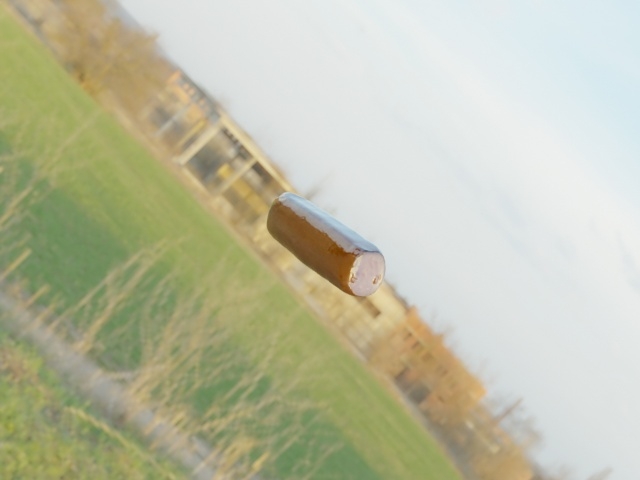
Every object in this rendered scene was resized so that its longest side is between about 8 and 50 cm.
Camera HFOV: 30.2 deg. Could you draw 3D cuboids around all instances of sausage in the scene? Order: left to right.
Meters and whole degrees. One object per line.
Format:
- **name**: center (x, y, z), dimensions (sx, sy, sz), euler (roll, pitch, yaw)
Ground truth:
- **sausage**: center (0.000, 0.000, 0.888), dimensions (0.041, 0.039, 0.131), euler (4, 21, -35)
